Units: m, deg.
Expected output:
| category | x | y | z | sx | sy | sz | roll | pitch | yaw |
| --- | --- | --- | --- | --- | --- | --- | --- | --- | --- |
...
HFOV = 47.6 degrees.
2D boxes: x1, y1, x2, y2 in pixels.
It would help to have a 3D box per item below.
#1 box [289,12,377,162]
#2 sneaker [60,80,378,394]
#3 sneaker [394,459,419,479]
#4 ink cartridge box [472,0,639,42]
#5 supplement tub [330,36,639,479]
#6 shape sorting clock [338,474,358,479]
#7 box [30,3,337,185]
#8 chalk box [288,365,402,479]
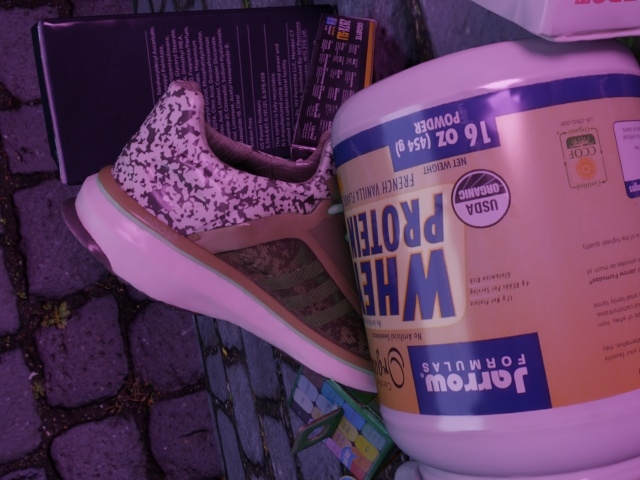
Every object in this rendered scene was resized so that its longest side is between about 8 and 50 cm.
| category | x | y | z | sx | sy | sz | roll | pitch | yaw |
| --- | --- | --- | --- | --- | --- | --- | --- | --- | --- |
| box | 0.007 | -0.082 | 0.855 | 0.322 | 0.079 | 0.257 | -82 | 2 | -51 |
| sneaker | 0.000 | 0.000 | 0.635 | 0.182 | 0.410 | 0.158 | -57 | 26 | 16 |
| sneaker | 0.134 | 0.341 | 0.854 | 0.232 | 0.115 | 0.090 | -143 | 47 | -61 |
| ink cartridge box | 0.184 | -0.232 | 0.408 | 0.093 | 0.154 | 0.213 | -128 | 34 | -50 |
| supplement tub | 0.142 | 0.034 | 0.537 | 0.228 | 0.228 | 0.316 | 165 | 95 | -69 |
| shape sorting clock | 0.071 | 0.490 | 1.193 | 0.206 | 0.040 | 0.206 | 170 | 90 | -69 |
| box | -0.207 | -0.229 | 1.082 | 0.293 | 0.395 | 0.212 | -149 | 52 | -63 |
| chalk box | 0.057 | 0.165 | 0.794 | 0.132 | 0.213 | 0.132 | 42 | 146 | 19 |
